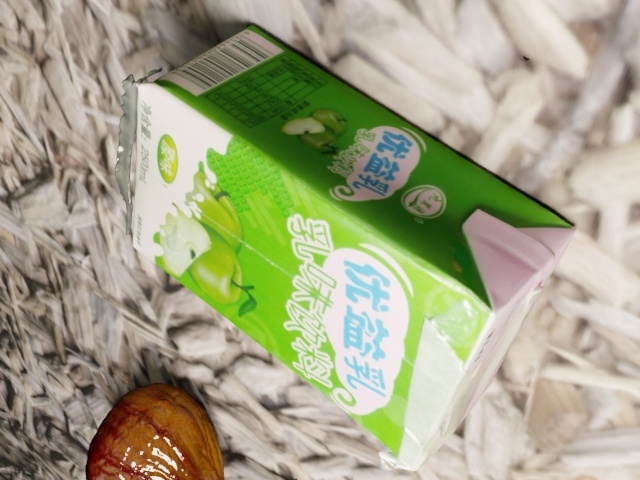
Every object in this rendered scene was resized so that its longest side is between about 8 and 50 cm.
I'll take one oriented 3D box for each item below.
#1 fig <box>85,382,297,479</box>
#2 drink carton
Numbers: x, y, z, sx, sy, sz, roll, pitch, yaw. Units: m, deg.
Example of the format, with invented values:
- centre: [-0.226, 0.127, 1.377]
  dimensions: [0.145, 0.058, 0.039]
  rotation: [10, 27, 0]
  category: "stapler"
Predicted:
- centre: [-0.129, 0.240, 0.844]
  dimensions: [0.201, 0.134, 0.146]
  rotation: [28, 145, 15]
  category: "fig"
- centre: [0.000, 0.000, 0.542]
  dimensions: [0.271, 0.108, 0.161]
  rotation: [36, 138, 21]
  category: "drink carton"
